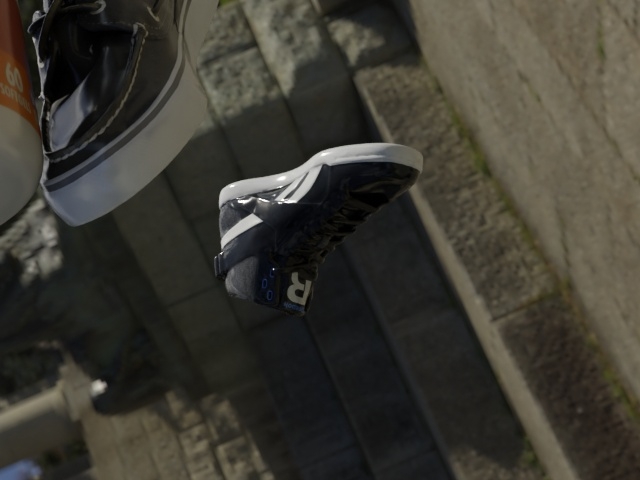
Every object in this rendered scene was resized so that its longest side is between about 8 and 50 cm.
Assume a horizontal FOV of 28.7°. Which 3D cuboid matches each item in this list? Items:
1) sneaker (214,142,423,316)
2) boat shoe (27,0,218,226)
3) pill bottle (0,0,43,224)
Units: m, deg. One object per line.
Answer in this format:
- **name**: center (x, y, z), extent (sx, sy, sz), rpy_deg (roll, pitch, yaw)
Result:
- **sneaker**: center (0.000, 0.000, 1.028), extent (0.079, 0.217, 0.121), rpy_deg (15, -111, -42)
- **boat shoe**: center (-0.095, -0.094, 0.566), extent (0.076, 0.080, 0.228), rpy_deg (51, -154, -26)
- **pill bottle**: center (-0.186, -0.111, 0.500), extent (0.121, 0.121, 0.216), rpy_deg (71, -176, -70)
